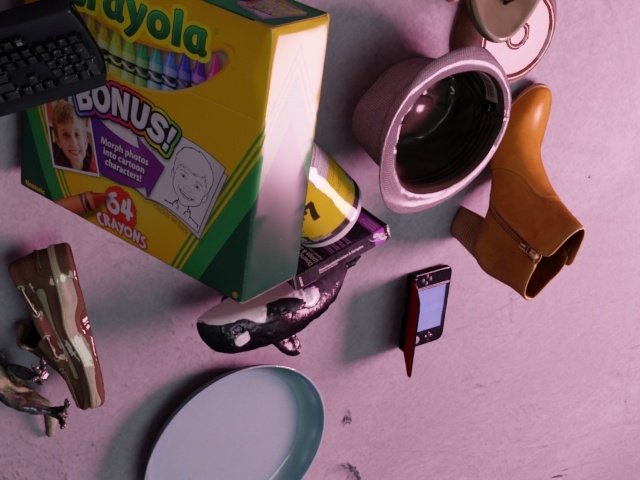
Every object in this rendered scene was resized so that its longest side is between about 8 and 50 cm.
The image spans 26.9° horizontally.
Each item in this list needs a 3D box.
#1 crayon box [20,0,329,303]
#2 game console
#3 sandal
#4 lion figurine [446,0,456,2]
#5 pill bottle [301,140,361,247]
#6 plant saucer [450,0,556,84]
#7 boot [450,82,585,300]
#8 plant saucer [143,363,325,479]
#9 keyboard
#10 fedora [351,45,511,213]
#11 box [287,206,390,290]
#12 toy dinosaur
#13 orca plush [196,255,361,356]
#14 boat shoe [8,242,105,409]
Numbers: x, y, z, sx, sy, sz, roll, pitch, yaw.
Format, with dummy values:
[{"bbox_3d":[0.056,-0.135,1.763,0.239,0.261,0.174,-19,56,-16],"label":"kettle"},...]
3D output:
[{"bbox_3d":[-0.175,-0.149,1.473,0.106,0.363,0.313,-27,134,-46],"label":"crayon box"},{"bbox_3d":[0.173,0.127,2.127,0.124,0.085,0.144,-14,125,-31],"label":"game console"},{"bbox_3d":[0.313,-0.408,1.869,0.120,0.086,0.302,42,84,-22],"label":"sandal"},{"bbox_3d":[0.190,-0.465,1.726,0.240,0.142,0.392,43,66,-42],"label":"lion figurine"},{"bbox_3d":[-0.044,-0.087,1.795,0.119,0.119,0.208,-49,135,-1],"label":"pill bottle"},{"bbox_3d":[0.280,-0.307,1.967,0.199,0.036,0.198,-20,128,-28],"label":"plant saucer"},{"bbox_3d":[0.332,-0.072,2.034,0.104,0.211,0.295,14,107,-43],"label":"boot"},{"bbox_3d":[-0.135,0.317,2.038,0.318,0.044,0.317,-19,127,-27],"label":"plant saucer"},{"bbox_3d":[-0.396,-0.192,1.394,0.317,0.033,0.201,-15,135,13],"label":"keyboard"},{"bbox_3d":[0.140,-0.171,1.880,0.275,0.124,0.243,-28,134,-32],"label":"fedora"},{"bbox_3d":[0.000,0.000,1.888,0.162,0.116,0.029,-30,130,-20],"label":"box"},{"bbox_3d":[-0.385,0.193,1.723,0.268,0.118,0.064,48,53,-47],"label":"toy dinosaur"},{"bbox_3d":[-0.053,0.110,1.894,0.287,0.151,0.102,-33,117,-54],"label":"orca plush"},{"bbox_3d":[-0.345,0.117,1.725,0.095,0.095,0.257,-14,123,-10],"label":"boat shoe"}]
